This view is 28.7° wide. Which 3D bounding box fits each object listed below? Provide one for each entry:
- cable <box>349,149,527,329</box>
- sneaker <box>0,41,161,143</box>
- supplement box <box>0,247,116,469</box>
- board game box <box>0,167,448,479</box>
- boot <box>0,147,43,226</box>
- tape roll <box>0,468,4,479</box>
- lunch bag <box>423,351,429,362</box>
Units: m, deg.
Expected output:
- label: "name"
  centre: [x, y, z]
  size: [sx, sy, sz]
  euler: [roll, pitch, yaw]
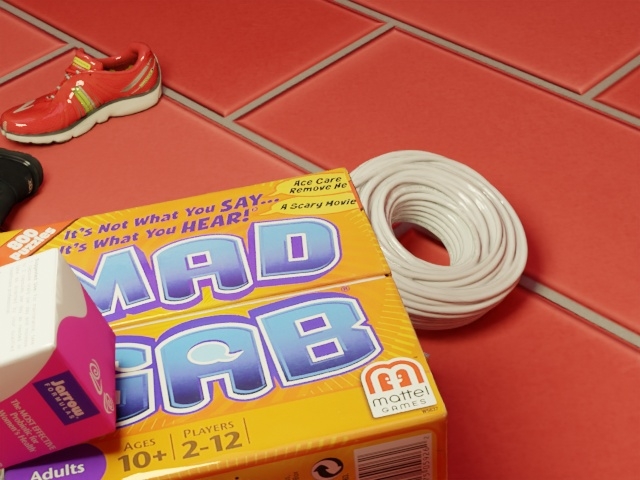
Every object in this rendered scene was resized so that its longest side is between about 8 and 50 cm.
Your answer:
- label: "cable"
  centre: [0.131, 0.000, 1.593]
  size: [0.257, 0.089, 0.257]
  euler: [36, 49, 10]
- label: "sneaker"
  centre: [-0.387, -0.244, 1.987]
  size: [0.279, 0.118, 0.107]
  euler: [-26, 42, -24]
- label: "supplement box"
  centre: [-0.281, 0.110, 0.978]
  size: [0.220, 0.111, 0.114]
  euler: [-20, 41, 7]
- label: "board game box"
  centre: [-0.094, 0.200, 1.210]
  size: [0.356, 0.357, 0.356]
  euler: [-11, 40, -7]
- label: "boot"
  centre: [-0.542, -0.074, 1.784]
  size: [0.246, 0.094, 0.207]
  euler: [9, 25, 8]
- label: "tape roll"
  centre: [-0.385, 0.210, 1.210]
  size: [0.072, 0.392, 0.392]
  euler: [8, 41, 16]
- label: "lunch bag"
  centre: [0.080, 0.161, 1.483]
  size: [0.083, 0.053, 0.071]
  euler: [16, 45, 11]
